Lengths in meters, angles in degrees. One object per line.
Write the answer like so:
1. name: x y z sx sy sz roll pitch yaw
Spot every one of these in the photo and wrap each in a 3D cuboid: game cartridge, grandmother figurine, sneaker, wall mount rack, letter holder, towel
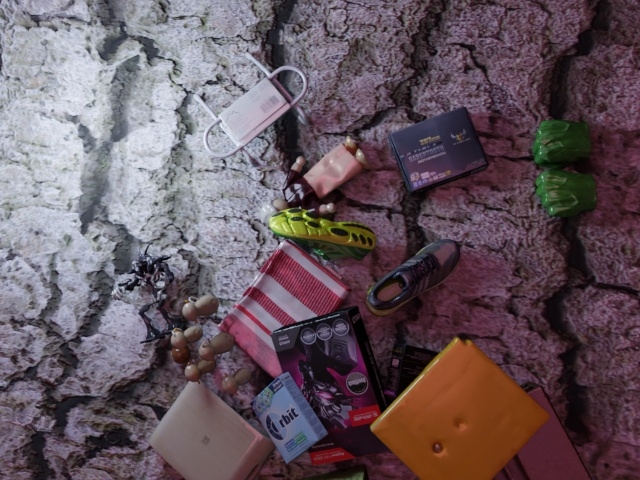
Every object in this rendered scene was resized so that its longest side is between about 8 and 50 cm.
1. game cartridge: 0.330 0.431 1.470 0.285 0.052 0.323 44 89 5
2. grandmother figurine: -0.023 -0.144 1.738 0.342 0.104 0.207 -35 52 2
3. sneaker: 0.000 0.000 1.671 0.296 0.123 0.109 14 41 -8
4. wall mount rack: -0.210 -0.392 1.785 0.350 0.130 0.304 -39 83 -1
5. letter holder: 0.514 0.538 1.538 0.215 0.152 0.301 -26 79 3
6. sneaker: 0.251 0.099 1.651 0.300 0.121 0.111 -38 79 -1
7. towel: -0.102 0.190 1.687 0.237 0.037 0.329 39 97 10

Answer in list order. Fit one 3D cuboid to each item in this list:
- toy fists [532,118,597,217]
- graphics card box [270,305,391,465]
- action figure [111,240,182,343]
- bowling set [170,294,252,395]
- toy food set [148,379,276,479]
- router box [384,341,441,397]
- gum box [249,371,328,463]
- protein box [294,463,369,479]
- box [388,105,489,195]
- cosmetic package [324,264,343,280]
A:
1. toy fists: 0.650 -0.196 1.674 0.142 0.096 0.279 0 79 -4
2. graphics card box: 0.039 0.373 1.584 0.233 0.094 0.370 -18 88 22
3. action figure: -0.476 0.136 1.715 0.164 0.141 0.275 -21 80 14
4. bowling set: -0.330 0.307 1.646 0.200 0.154 0.286 -29 86 17
5. toy food set: -0.293 0.536 1.664 0.306 0.092 0.219 35 88 18
6. router box: 0.253 0.344 1.594 0.179 0.046 0.133 19 79 -36
7. gum box: -0.085 0.454 1.577 0.184 0.041 0.157 55 129 16
8. protein box: 0.029 0.667 1.541 0.201 0.200 0.135 -15 80 3
9. box: 0.329 -0.250 1.732 0.233 0.059 0.183 -19 78 2
10. cosmetic package: 0.004 0.130 1.713 0.060 0.041 0.115 41 87 10
